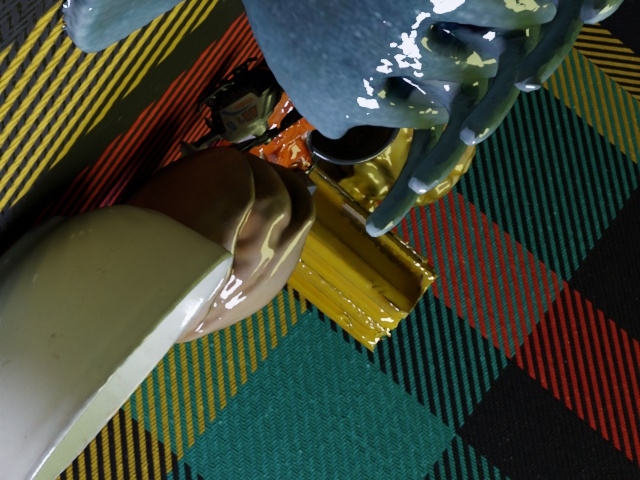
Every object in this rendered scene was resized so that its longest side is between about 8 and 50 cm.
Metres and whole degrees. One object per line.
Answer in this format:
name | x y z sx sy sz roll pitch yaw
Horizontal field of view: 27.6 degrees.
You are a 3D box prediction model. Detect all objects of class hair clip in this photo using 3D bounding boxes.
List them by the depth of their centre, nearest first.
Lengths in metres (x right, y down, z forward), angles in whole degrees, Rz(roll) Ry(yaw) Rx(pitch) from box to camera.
hair clip | 0.048 -0.186 0.724 0.392 0.238 0.318 -49 180 -35

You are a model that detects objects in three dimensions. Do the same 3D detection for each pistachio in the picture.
pistachio | -0.126 0.007 1.287 0.293 0.162 0.181 -31 -126 52

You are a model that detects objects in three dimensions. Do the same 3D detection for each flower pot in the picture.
flower pot | 0.022 -0.175 1.740 0.157 0.157 0.107 -50 -169 -12

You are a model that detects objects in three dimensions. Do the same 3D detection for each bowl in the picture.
bowl | -0.210 0.074 1.084 0.277 0.145 0.277 -48 178 -2

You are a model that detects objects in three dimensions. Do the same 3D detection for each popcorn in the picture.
popcorn | 0.102 -0.152 1.931 0.225 0.265 0.332 28 -83 56

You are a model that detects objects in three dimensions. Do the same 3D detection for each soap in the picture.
soap | 0.000 0.000 1.820 0.096 0.324 0.204 -50 180 -23

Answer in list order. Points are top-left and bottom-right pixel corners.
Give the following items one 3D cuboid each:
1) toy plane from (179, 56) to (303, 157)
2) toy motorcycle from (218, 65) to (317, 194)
toy plane | -0.086 -0.118 1.287 0.197 0.078 0.053 -31 -165 47
toy motorcycle | -0.009 -0.160 1.500 0.221 0.148 0.326 -17 152 -44
